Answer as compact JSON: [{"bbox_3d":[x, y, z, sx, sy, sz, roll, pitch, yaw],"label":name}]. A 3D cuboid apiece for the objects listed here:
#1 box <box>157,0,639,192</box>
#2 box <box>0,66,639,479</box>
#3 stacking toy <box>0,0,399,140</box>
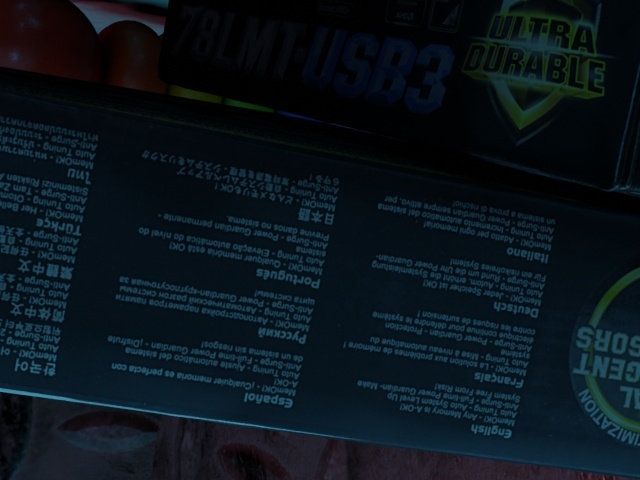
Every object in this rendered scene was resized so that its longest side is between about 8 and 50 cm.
[{"bbox_3d":[0.128,-0.057,0.547,0.293,0.073,0.295,5,-171,-33],"label":"box"},{"bbox_3d":[0.000,0.000,0.555,0.394,0.097,0.318,10,-176,-18],"label":"box"},{"bbox_3d":[-0.075,-0.078,0.871,0.330,0.141,0.141,14,177,-30],"label":"stacking toy"}]
